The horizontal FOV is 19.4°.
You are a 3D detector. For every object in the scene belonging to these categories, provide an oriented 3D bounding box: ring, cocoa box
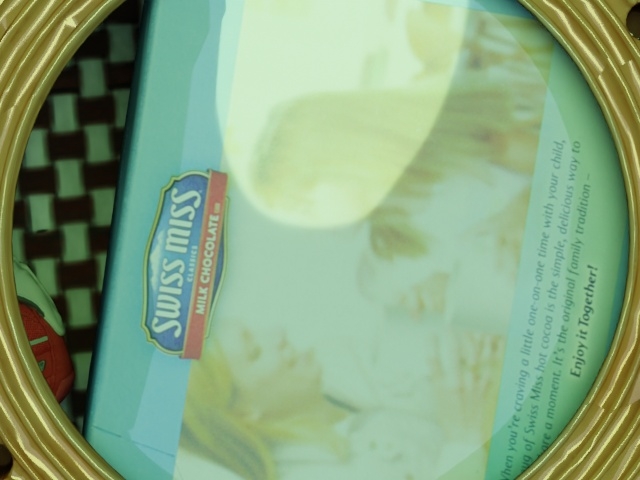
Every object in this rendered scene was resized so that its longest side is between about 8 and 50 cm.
[{"bbox_3d":[0.000,0.000,0.667,0.337,0.032,0.336,0,93,-1],"label":"ring"},{"bbox_3d":[0.032,-0.029,0.798,0.231,0.228,0.347,8,93,-4],"label":"cocoa box"}]

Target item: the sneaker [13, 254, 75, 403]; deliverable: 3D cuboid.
[{"bbox_3d":[-0.234,0.112,0.855,0.279,0.107,0.118,-35,105,1],"label":"sneaker"}]
